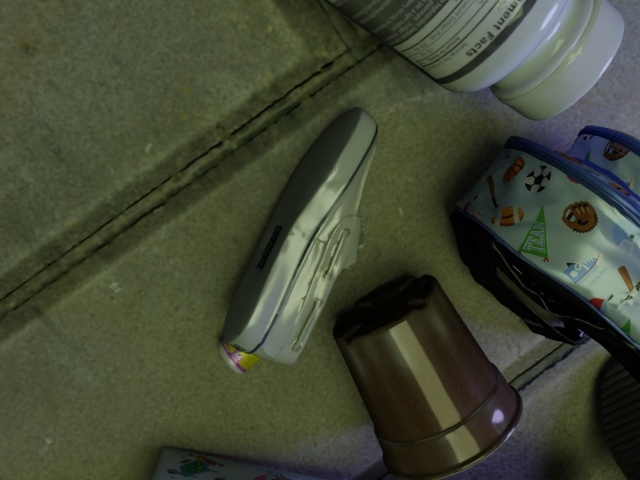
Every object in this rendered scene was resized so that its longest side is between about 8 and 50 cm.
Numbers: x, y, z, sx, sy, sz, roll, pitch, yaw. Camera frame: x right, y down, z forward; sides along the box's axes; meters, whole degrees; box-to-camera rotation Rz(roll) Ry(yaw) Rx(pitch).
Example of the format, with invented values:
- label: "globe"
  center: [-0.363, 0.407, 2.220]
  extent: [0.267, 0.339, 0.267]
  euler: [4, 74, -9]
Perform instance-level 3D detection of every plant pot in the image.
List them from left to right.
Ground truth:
- label: "plant pot"
  center: [0.105, 0.136, 0.806]
  extent: [0.166, 0.167, 0.165]
  euler: [-29, 102, -3]

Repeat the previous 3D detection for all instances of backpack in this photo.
- label: "backpack"
  center: [0.272, 0.004, 0.755]
  extent: [0.263, 0.276, 0.213]
  euler: [30, 93, -12]

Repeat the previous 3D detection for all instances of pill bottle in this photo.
- label: "pill bottle"
  center: [-0.066, 0.103, 0.810]
  extent: [0.083, 0.043, 0.043]
  euler: [-37, 110, -1]
- label: "pill bottle"
  center: [0.114, -0.246, 0.680]
  extent: [0.318, 0.176, 0.176]
  euler: [31, 97, -20]

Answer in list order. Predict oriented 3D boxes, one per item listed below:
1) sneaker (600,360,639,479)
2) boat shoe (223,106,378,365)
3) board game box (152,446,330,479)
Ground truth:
- label: "sneaker"
  center: [0.461, 0.283, 0.959]
  extent: [0.122, 0.146, 0.331]
  euler: [-30, 89, 23]
- label: "boat shoe"
  center: [0.000, 0.000, 0.757]
  extent: [0.088, 0.096, 0.268]
  euler: [28, 85, -23]
- label: "board game box"
  center: [-0.055, 0.376, 0.842]
  extent: [0.303, 0.097, 0.224]
  euler: [13, 103, -6]
